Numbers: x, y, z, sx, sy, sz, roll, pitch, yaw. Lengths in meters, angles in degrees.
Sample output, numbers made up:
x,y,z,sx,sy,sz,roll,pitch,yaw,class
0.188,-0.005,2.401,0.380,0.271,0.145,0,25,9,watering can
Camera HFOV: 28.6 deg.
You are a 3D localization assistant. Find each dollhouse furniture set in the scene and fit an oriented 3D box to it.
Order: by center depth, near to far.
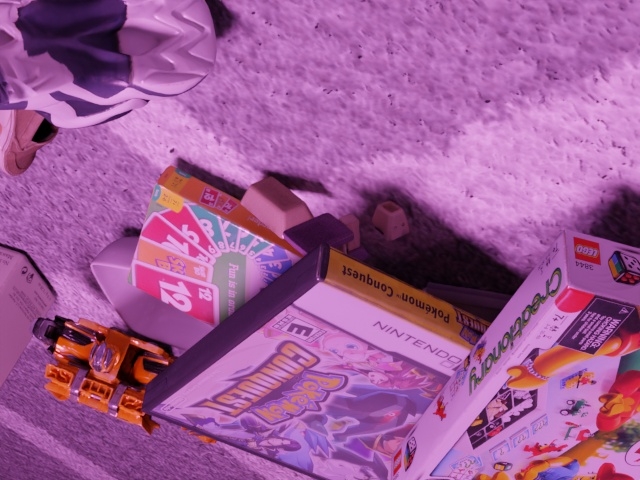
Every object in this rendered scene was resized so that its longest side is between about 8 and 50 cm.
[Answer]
x,y,z,sx,sy,sz,roll,pitch,yaw,class
0.000,0.000,0.960,0.114,0.091,0.081,40,144,44,dollhouse furniture set

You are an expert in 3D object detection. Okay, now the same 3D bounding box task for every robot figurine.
x,y,z,sx,sy,sz,roll,pitch,yaw,class
-0.179,0.145,1.272,0.211,0.085,0.291,19,173,13,robot figurine

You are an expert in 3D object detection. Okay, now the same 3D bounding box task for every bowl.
x,y,z,sx,sy,sz,roll,pitch,yaw,class
-0.129,0.049,1.165,0.142,0.053,0.142,14,151,23,bowl

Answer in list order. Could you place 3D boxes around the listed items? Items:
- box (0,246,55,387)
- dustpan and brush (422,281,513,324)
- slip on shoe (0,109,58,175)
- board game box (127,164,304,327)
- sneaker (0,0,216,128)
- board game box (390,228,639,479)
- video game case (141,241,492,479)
x,y,z,sx,sy,sz,roll,pitch,yaw,class
-0.400,0.133,1.300,0.113,0.275,0.094,14,151,22,box
0.166,0.127,1.039,0.147,0.060,0.211,9,148,30,dustpan and brush
-0.235,-0.090,1.019,0.041,0.051,0.135,28,145,1,slip on shoe
-0.028,0.046,1.027,0.259,0.039,0.124,25,134,1,board game box
-0.199,-0.119,0.825,0.234,0.094,0.153,-8,174,-23,sneaker
0.192,0.122,0.890,0.192,0.053,0.305,14,139,-11,board game box
0.029,0.121,0.993,0.248,0.035,0.275,25,141,-23,video game case
